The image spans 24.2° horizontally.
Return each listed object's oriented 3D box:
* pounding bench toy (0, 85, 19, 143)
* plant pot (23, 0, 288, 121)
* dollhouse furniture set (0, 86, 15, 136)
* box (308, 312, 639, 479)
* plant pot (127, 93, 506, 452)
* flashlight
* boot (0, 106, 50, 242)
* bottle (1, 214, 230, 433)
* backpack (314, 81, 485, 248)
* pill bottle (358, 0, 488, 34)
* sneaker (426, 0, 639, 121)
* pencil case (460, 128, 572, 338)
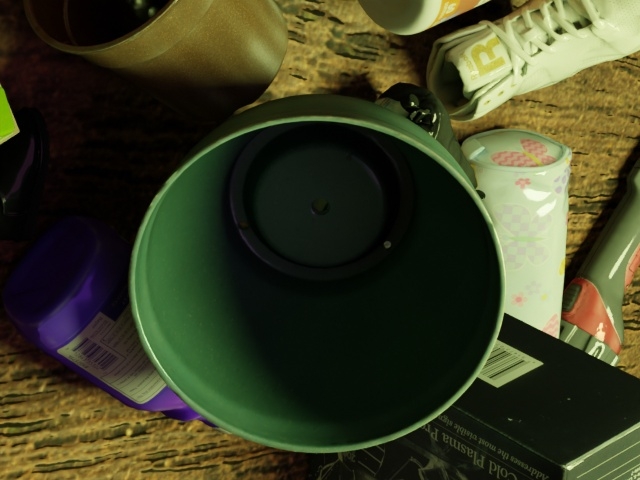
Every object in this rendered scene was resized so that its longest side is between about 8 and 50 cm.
[{"bbox_3d":[-0.284,-0.091,1.118,0.083,0.065,0.052,-36,132,-25],"label":"pounding bench toy"},{"bbox_3d":[-0.117,-0.182,1.171,0.167,0.167,0.165,-57,144,-5],"label":"plant pot"},{"bbox_3d":[-0.344,-0.185,0.970,0.197,0.151,0.301,-37,114,-68],"label":"dollhouse furniture set"},{"bbox_3d":[0.161,0.254,1.507,0.179,0.343,0.312,-21,123,-36],"label":"box"},{"bbox_3d":[0.000,0.000,1.241,0.293,0.196,0.293,1,115,1],"label":"plant pot"},{"bbox_3d":[0.365,0.025,1.765,0.304,0.103,0.103,-56,163,-7],"label":"flashlight"},{"bbox_3d":[-0.269,-0.046,1.173,0.099,0.045,0.121,-4,114,-39],"label":"boot"},{"bbox_3d":[-0.150,0.088,1.313,0.118,0.092,0.283,-52,136,-3],"label":"bottle"},{"bbox_3d":[0.049,-0.046,1.418,0.182,0.115,0.152,-42,120,-17],"label":"backpack"},{"bbox_3d":[0.138,-0.279,1.379,0.216,0.121,0.121,-28,127,-30],"label":"pill bottle"},{"bbox_3d":[0.210,-0.189,1.404,0.169,0.292,0.108,-27,85,-27],"label":"sneaker"},{"bbox_3d":[0.199,0.017,1.594,0.124,0.113,0.273,2,117,3],"label":"pencil case"}]
